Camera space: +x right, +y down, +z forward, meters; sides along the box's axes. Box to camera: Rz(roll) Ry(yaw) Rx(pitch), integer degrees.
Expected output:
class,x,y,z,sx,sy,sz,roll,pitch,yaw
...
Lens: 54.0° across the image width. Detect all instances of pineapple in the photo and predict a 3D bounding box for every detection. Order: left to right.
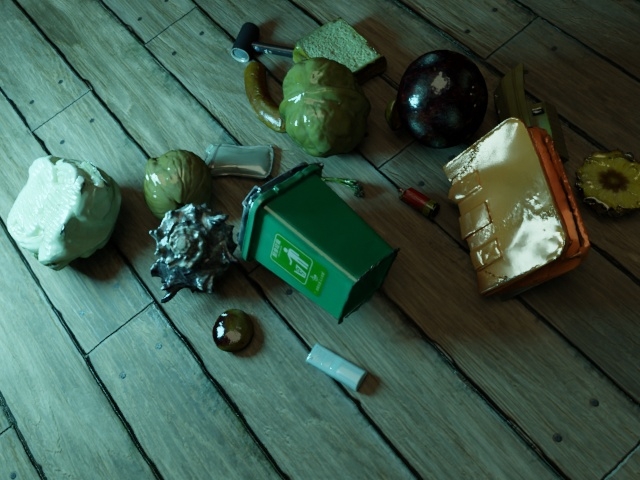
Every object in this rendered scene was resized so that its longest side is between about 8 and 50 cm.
class,x,y,z,sx,sy,sz,roll,pitch,yaw
pineapple,0.786,-0.148,1.690,0.224,0.076,0.225,-3,63,6

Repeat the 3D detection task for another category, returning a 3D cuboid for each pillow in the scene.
class,x,y,z,sx,sy,sz,roll,pitch,yaw
pillow,-0.260,-0.251,1.969,0.232,0.038,0.131,5,62,12

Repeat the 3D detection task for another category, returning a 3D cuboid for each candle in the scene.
class,x,y,z,sx,sy,sz,roll,pitch,yaw
candle,0.276,-0.113,1.789,0.130,0.052,0.052,34,75,25

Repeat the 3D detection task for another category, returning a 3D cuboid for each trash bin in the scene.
class,x,y,z,sx,sy,sz,roll,pitch,yaw
trash bin,0.000,0.000,1.669,0.381,0.259,0.295,41,51,18

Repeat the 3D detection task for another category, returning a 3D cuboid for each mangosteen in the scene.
class,x,y,z,sx,sy,sz,roll,pitch,yaw
mangosteen,0.336,-0.402,1.805,0.288,0.288,0.288,-4,63,9

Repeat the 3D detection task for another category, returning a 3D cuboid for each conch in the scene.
class,x,y,z,sx,sy,sz,roll,pitch,yaw
conch,-0.360,0.033,1.723,0.240,0.313,0.186,19,33,-22

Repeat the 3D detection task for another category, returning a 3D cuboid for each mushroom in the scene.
class,x,y,z,sx,sy,sz,roll,pitch,yaw
mushroom,-0.242,0.245,1.716,0.123,0.052,0.123,-3,62,6

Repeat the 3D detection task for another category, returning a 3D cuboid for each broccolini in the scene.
class,x,y,z,sx,sy,sz,roll,pitch,yaw
broccolini,0.047,-0.171,1.877,0.194,0.054,0.052,12,37,24

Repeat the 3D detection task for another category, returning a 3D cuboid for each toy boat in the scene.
class,x,y,z,sx,sy,sz,roll,pitch,yaw
toy boat,0.596,-0.311,1.772,0.162,0.136,0.445,-13,61,15

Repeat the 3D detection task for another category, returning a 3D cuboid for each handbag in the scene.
class,x,y,z,sx,sy,sz,roll,pitch,yaw
handbag,0.492,-0.082,1.617,0.303,0.116,0.410,-37,53,43

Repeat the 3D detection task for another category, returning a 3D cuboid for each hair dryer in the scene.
class,x,y,z,sx,sy,sz,roll,pitch,yaw
hair dryer,-0.169,-0.668,2.151,0.255,0.070,0.128,12,66,8

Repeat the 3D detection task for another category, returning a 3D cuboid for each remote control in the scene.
class,x,y,z,sx,sy,sz,roll,pitch,yaw
remote control,0.040,0.326,1.631,0.162,0.029,0.061,26,70,22

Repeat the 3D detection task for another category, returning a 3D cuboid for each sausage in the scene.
class,x,y,z,sx,sy,sz,roll,pitch,yaw
sausage,-0.179,-0.455,2.031,0.103,0.076,0.302,-26,62,0

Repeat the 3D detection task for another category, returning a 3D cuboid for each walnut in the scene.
class,x,y,z,sx,sy,sz,roll,pitch,yaw
walnut,-0.425,-0.163,1.868,0.228,0.228,0.228,-4,63,9
walnut,0.010,-0.385,1.852,0.253,0.277,0.282,21,91,26

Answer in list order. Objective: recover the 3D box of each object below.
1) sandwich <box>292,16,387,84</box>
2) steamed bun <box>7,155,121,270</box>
class,x,y,z,sx,sy,sz,roll,pitch,yaw
sandwich,0.056,-0.594,2.045,0.226,0.087,0.251,-33,62,-18
steamed bun,-0.727,-0.079,1.874,0.394,0.237,0.347,-16,75,33
